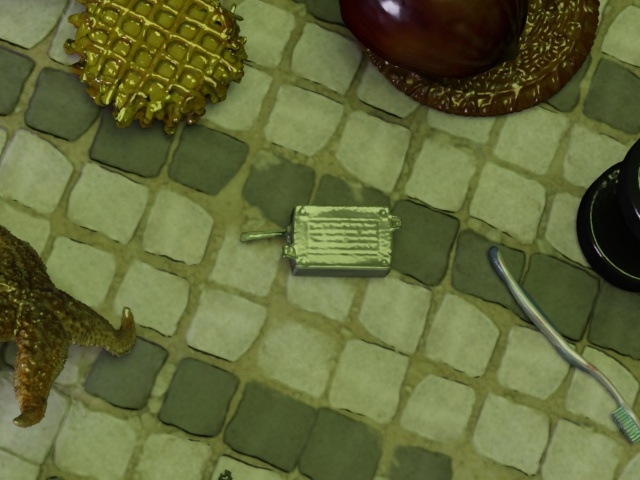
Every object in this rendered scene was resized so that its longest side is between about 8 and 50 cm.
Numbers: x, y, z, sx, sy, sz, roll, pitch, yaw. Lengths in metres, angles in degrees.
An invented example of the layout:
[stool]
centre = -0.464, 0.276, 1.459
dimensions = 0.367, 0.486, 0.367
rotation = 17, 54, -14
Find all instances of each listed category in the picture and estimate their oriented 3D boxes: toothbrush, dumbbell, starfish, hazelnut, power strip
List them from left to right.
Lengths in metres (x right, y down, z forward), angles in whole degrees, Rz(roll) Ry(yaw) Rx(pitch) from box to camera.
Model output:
[starfish]
centre = -0.318, 0.066, 1.744
dimensions = 0.299, 0.302, 0.060
rotation = 30, 117, -14
[power strip]
centre = 0.000, 0.000, 1.896
dimensions = 0.175, 0.042, 0.075
rotation = 2, 75, -7
[hazelnut]
centre = 0.124, -0.266, 1.845
dimensions = 0.230, 0.229, 0.229
rotation = 2, 75, -8
[toothbrush]
centre = 0.270, 0.114, 1.919
dimensions = 0.027, 0.021, 0.269
rotation = -36, 83, -21
[dumbbell]
centre = 0.374, -0.035, 1.871
dimensions = 0.153, 0.218, 0.152
rotation = 2, 76, -7

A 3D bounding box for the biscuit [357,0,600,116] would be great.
[biscuit]
centre = 0.175, -0.285, 1.999
dimensions = 0.305, 0.038, 0.305
rotation = 2, 75, -8

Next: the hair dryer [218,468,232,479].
[hair dryer]
centre = -0.102, 0.332, 1.797
dimensions = 0.100, 0.057, 0.197
rotation = 1, 67, -9

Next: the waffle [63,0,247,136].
[waffle]
centre = -0.177, -0.216, 1.913
dimensions = 0.197, 0.070, 0.193
rotation = -29, 81, -17
